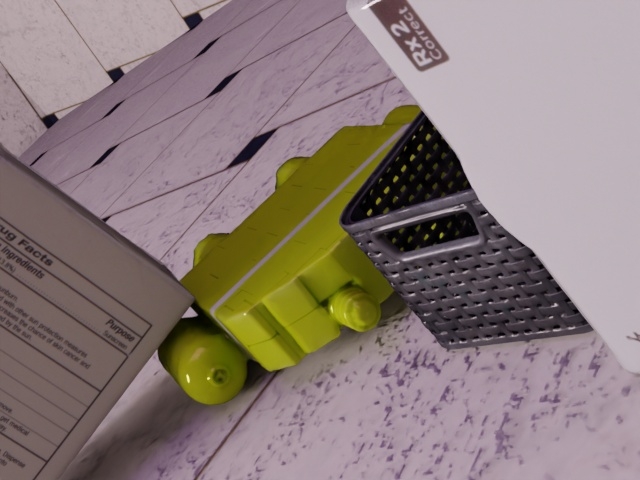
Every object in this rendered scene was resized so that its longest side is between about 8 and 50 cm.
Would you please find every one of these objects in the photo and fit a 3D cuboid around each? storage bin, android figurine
[{"bbox_3d":[0.109,-0.043,0.532,0.122,0.084,0.180,-16,29,53],"label":"storage bin"},{"bbox_3d":[0.000,0.000,0.696,0.248,0.056,0.273,-44,17,-12],"label":"android figurine"}]

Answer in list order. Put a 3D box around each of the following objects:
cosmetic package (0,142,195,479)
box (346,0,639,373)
[{"bbox_3d":[-0.232,0.100,0.697,0.296,0.153,0.129,-51,18,-3],"label":"cosmetic package"},{"bbox_3d":[0.141,-0.065,0.355,0.182,0.181,0.119,-16,30,51],"label":"box"}]
